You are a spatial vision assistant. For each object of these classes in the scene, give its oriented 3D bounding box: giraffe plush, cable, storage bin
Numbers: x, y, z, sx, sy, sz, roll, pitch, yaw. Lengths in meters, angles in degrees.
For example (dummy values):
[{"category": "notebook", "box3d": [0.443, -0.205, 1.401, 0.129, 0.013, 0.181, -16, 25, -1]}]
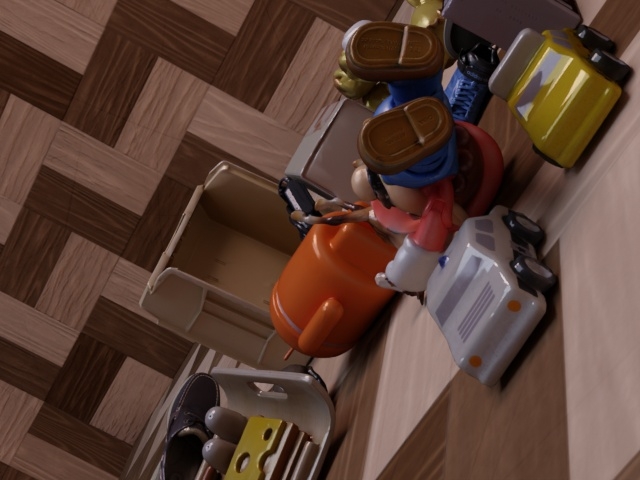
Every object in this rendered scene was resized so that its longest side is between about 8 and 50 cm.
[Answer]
[{"category": "giraffe plush", "box3d": [0.139, -0.262, 1.750, 0.170, 0.181, 0.210, -56, 12, -18]}, {"category": "cable", "box3d": [0.000, 0.000, 1.758, 0.047, 0.150, 0.184, -33, 52, -1]}, {"category": "storage bin", "box3d": [-0.098, 0.040, 1.850, 0.262, 0.260, 0.123, -70, 7, -49]}]

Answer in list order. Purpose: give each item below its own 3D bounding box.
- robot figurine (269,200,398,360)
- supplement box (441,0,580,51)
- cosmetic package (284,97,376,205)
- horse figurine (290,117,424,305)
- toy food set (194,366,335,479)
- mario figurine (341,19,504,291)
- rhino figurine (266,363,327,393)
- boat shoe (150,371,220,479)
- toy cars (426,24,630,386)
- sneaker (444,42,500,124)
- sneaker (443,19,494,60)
[{"category": "robot figurine", "box3d": [0.019, 0.053, 1.487, 0.219, 0.128, 0.158, -56, 44, 39]}, {"category": "supplement box", "box3d": [0.207, -0.277, 1.387, 0.073, 0.130, 0.239, -59, 7, 25]}, {"category": "cosmetic package", "box3d": [0.050, -0.112, 1.800, 0.129, 0.153, 0.296, -60, 8, 1]}, {"category": "horse figurine", "box3d": [0.092, -0.055, 1.390, 0.263, 0.175, 0.066, -51, -34, -37]}, {"category": "toy food set", "box3d": [-0.119, 0.284, 1.374, 0.220, 0.092, 0.306, -5, 57, 55]}, {"category": "mario figurine", "box3d": [0.067, -0.077, 1.177, 0.198, 0.170, 0.320, -61, -18, -8]}, {"category": "rhino figurine", "box3d": [-0.067, 0.253, 1.534, 0.243, 0.073, 0.106, -57, 15, 21]}, {"category": "boat shoe", "box3d": [-0.234, 0.361, 2.258, 0.092, 0.103, 0.285, -44, 22, 53]}, {"category": "toy cars", "box3d": [0.159, -0.055, 1.044, 0.393, 0.087, 0.176, -66, 8, -27]}, {"category": "sneaker", "box3d": [0.177, -0.181, 1.524, 0.152, 0.058, 0.084, -59, -5, -40]}, {"category": "sneaker", "box3d": [0.224, -0.309, 1.578, 0.222, 0.083, 0.118, -57, 9, 27]}]
